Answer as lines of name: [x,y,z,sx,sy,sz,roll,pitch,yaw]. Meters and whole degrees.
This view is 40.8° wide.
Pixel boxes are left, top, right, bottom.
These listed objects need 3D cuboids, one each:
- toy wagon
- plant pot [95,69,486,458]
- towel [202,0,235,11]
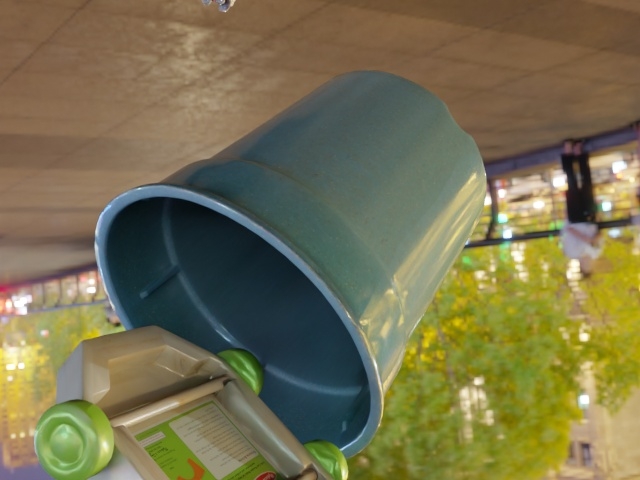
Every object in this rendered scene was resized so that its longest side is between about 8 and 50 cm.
toy wagon: [-0.064,0.207,0.689,0.068,0.344,0.267,-49,165,16]
plant pot: [0.000,0.000,0.938,0.341,0.341,0.334,-10,-153,46]
towel: [-0.091,-0.390,1.047,0.049,0.187,0.282,21,-154,-13]
